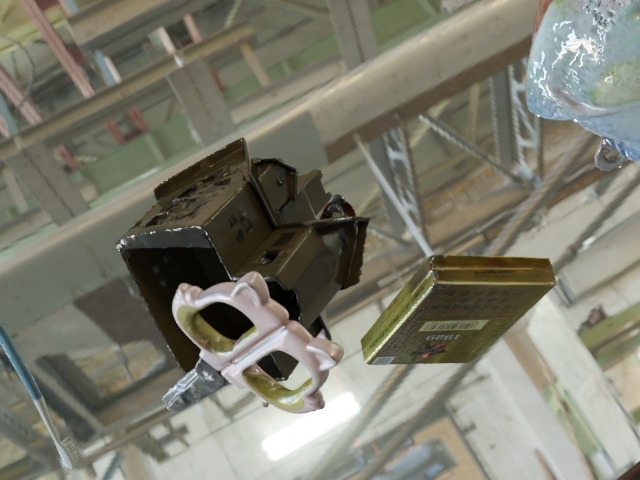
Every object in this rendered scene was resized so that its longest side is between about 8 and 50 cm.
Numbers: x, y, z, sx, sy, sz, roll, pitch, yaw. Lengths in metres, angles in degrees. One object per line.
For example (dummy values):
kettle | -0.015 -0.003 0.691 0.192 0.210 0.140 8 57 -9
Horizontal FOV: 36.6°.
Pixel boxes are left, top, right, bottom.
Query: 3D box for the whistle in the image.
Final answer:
whistle | 0.212 -0.183 0.601 0.142 0.133 0.346 8 -49 11

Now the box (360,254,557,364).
box | 0.091 0.051 0.665 0.090 0.023 0.133 2 -30 -18

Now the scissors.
scissors | -0.087 0.115 0.864 0.024 0.160 0.317 -53 7 -34

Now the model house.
model house | -0.043 0.001 1.014 0.204 0.211 0.243 -5 31 35

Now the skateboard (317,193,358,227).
skateboard | 0.000 0.000 1.241 0.080 0.067 0.151 -43 5 38

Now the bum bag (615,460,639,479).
bum bag | 0.404 0.275 1.020 0.109 0.159 0.026 -35 -49 -14

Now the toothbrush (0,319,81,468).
toothbrush | -0.398 0.198 1.332 0.019 0.275 0.025 -10 22 36
